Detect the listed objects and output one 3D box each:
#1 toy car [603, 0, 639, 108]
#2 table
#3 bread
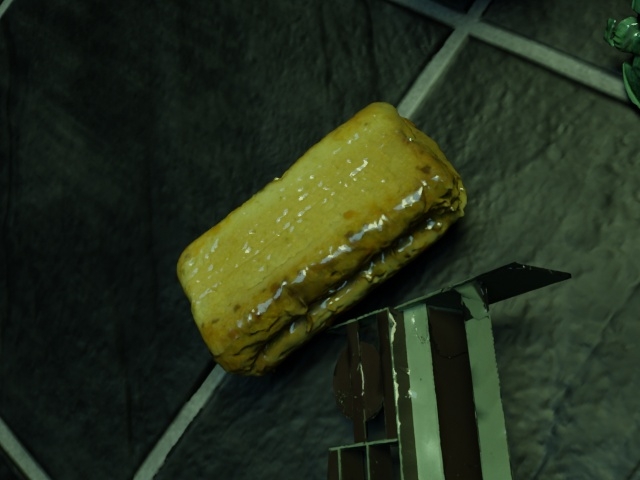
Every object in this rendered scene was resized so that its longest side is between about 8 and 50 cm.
[{"bbox_3d":[0.231,-0.159,0.430,0.058,0.186,0.093,-17,41,-16],"label":"toy car"},{"bbox_3d":[0.078,0.110,0.445,0.175,0.062,0.146,-28,58,48],"label":"table"},{"bbox_3d":[0.000,0.000,0.505,0.211,0.083,0.114,-38,48,9],"label":"bread"}]
